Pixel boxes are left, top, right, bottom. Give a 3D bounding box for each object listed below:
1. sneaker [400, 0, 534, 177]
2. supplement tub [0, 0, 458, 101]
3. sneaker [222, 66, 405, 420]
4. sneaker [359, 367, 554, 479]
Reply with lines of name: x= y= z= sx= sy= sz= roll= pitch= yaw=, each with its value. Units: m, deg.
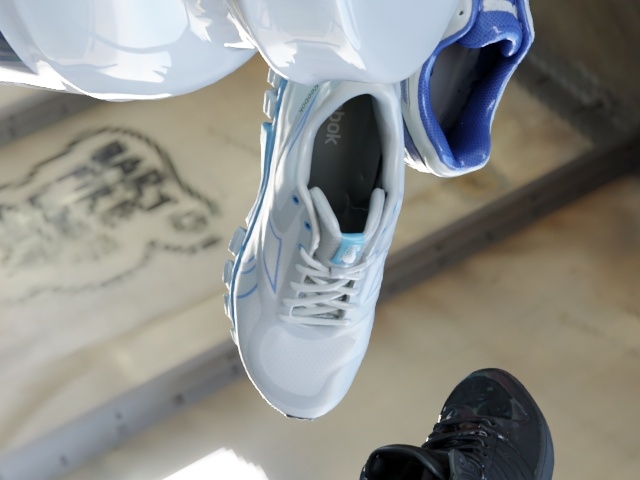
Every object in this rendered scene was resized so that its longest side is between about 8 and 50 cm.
sneaker: x=0.113 y=-0.186 z=1.275 sx=0.131 sy=0.112 sz=0.296 roll=40 pitch=-56 yaw=57
supplement tub: x=-0.102 y=-0.137 z=0.463 sx=0.272 sy=0.191 sz=0.191 roll=8 pitch=-49 yaw=16
sneaker: x=0.000 y=0.000 z=0.786 sx=0.083 sy=0.071 sz=0.191 roll=-111 pitch=-156 yaw=-63
sneaker: x=0.051 y=0.099 z=0.717 sx=0.051 sy=0.170 sz=0.089 roll=-16 pitch=-48 yaw=25
